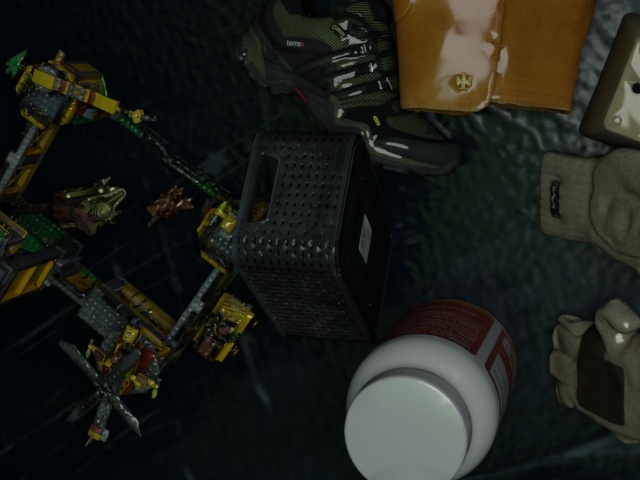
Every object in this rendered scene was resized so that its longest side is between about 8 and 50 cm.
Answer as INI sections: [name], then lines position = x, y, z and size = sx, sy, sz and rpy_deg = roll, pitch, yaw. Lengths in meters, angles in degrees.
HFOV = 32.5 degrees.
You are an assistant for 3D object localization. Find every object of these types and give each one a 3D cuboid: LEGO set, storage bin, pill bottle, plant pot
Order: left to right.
[LEGO set]
position = -0.212, -0.005, 0.971
size = 0.331, 0.192, 0.255
rpy_deg = 45, 108, 5
[storage bin]
position = 0.000, 0.000, 0.907
size = 0.084, 0.180, 0.122
rpy_deg = 4, 65, 15
[pill bottle]
position = 0.089, 0.125, 0.893
size = 0.121, 0.216, 0.121
rpy_deg = 3, 99, 16
[plant pot]
position = 0.271, -0.113, 0.865
size = 0.109, 0.096, 0.109
rpy_deg = 22, 105, 12

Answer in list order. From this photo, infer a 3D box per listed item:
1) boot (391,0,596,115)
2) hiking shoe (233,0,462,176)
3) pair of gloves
[boot]
position = 0.077, -0.211, 0.881
size = 0.295, 0.104, 0.211
rpy_deg = 11, 92, 0
[hiking shoe]
position = 0.036, -0.144, 0.933
size = 0.227, 0.086, 0.114
rpy_deg = 35, 110, 9
[pair of gloves]
position = 0.249, 0.046, 0.866
size = 0.042, 0.204, 0.240
rpy_deg = -6, 95, -23
